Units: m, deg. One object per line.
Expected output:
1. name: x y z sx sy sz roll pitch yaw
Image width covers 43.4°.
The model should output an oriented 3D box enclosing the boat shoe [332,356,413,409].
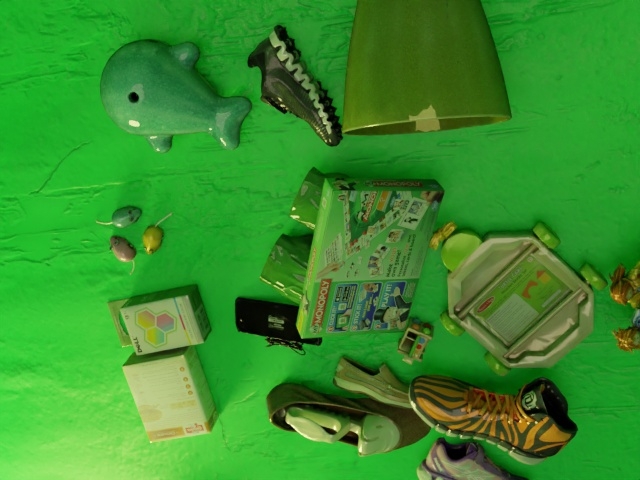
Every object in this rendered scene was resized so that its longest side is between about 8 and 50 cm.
1. boat shoe: 0.122 0.280 1.608 0.189 0.068 0.072 15 99 4

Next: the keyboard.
1. keyboard: -0.082 0.169 1.612 0.192 0.038 0.100 8 104 23

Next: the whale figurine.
1. whale figurine: -0.266 -0.249 1.444 0.271 0.141 0.216 24 111 0

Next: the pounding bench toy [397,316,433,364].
1. pounding bench toy: 0.184 0.195 1.554 0.052 0.083 0.065 23 112 1

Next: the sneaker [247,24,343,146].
1. sneaker: -0.050 -0.259 1.443 0.106 0.078 0.234 -30 98 20

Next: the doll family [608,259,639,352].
1. doll family: 0.583 0.117 1.426 0.118 0.163 0.263 8 122 54

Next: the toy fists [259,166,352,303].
1. toy fists: 0.000 0.000 1.515 0.142 0.096 0.279 29 113 6

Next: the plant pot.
1. plant pot: 0.161 -0.331 1.303 0.274 0.275 0.294 -3 93 10

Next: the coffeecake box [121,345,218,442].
1. coffeecake box: -0.312 0.318 1.687 0.142 0.068 0.186 -12 107 13

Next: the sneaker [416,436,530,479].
1. sneaker: 0.319 0.463 1.626 0.236 0.095 0.105 14 103 5

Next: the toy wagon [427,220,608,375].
1. toy wagon: 0.345 0.084 1.499 0.344 0.068 0.267 41 110 -5

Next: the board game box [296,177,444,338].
1. board game box: 0.085 0.036 1.457 0.213 0.046 0.317 0 123 -20

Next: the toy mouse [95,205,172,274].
1. toy mouse: -0.389 -0.011 1.605 0.143 0.031 0.161 24 111 1

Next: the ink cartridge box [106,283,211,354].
1. ink cartridge box: -0.339 0.166 1.642 0.209 0.062 0.109 -11 107 13

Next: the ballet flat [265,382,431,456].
1. ballet flat: 0.051 0.369 1.616 0.342 0.124 0.116 14 111 4

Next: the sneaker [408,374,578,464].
1. sneaker: 0.338 0.305 1.519 0.321 0.125 0.180 21 140 -10
